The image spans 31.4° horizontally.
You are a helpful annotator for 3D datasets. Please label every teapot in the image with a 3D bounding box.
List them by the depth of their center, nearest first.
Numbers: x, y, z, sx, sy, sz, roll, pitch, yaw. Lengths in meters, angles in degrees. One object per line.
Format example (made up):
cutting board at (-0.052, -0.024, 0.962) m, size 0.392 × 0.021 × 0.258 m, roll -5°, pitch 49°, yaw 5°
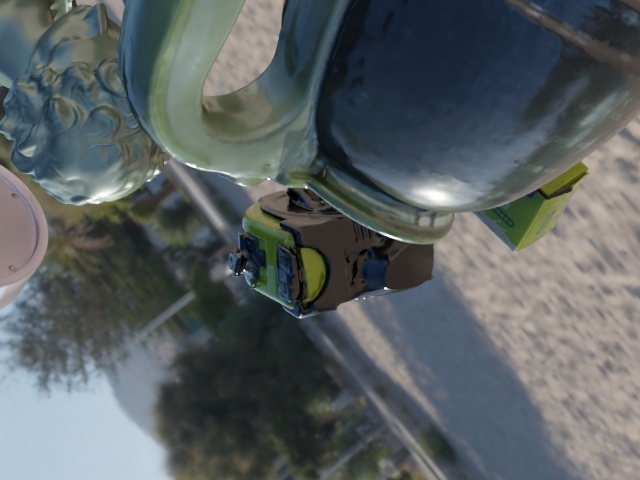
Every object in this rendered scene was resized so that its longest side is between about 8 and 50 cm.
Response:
teapot at (0.059, -0.108, 0.662) m, size 0.239 × 0.239 × 0.321 m, roll 40°, pitch -153°, yaw 11°

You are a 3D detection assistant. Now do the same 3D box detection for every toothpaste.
toothpaste at (0.156, -0.137, 1.312) m, size 0.327 × 0.077 × 0.110 m, roll 46°, pitch 149°, yaw 20°

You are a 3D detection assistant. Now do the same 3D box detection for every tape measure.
tape measure at (0.000, 0.000, 1.185) m, size 0.186 × 0.199 × 0.112 m, roll 19°, pitch 114°, yaw 57°

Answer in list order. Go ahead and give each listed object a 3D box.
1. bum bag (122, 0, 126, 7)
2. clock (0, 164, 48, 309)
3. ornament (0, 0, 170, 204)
bum bag at (-0.126, -0.229, 0.874) m, size 0.326 × 0.080 × 0.142 m, roll 97°, pitch 175°, yaw -76°
clock at (-0.413, -0.010, 1.288) m, size 0.197 × 0.068 × 0.197 m, roll 23°, pitch -138°, yaw -22°
ornament at (-0.204, -0.136, 0.839) m, size 0.285 × 0.120 × 0.130 m, roll 50°, pitch 148°, yaw 37°
